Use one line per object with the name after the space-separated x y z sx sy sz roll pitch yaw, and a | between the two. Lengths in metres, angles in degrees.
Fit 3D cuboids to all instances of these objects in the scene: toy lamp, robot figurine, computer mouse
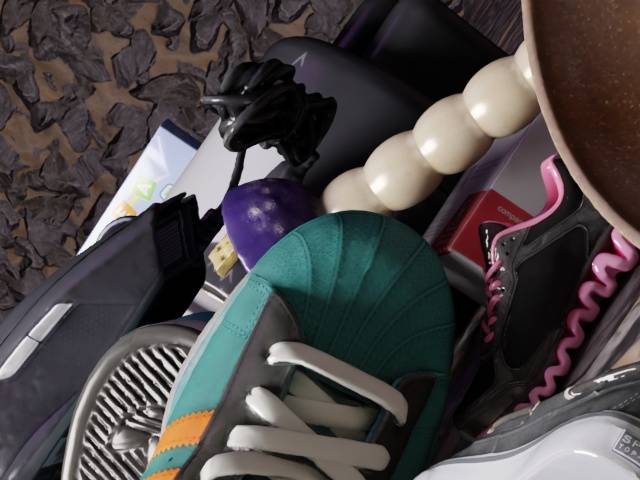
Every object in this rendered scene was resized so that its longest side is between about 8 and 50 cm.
0.087 -0.068 0.749 0.275 0.080 0.080 -34 10 18 | toy lamp
-0.001 -0.001 1.041 0.278 0.174 0.209 -56 -19 -5 | robot figurine
-0.087 0.020 0.876 0.262 0.060 0.184 -57 -8 9 | computer mouse

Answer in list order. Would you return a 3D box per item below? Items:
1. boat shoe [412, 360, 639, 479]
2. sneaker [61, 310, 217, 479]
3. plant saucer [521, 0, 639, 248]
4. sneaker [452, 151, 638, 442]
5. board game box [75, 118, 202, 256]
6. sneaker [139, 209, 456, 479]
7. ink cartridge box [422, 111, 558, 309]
0.066 0.066 0.527 0.040 0.049 0.142 -51 7 -26 | boat shoe
-0.063 0.163 0.856 0.178 0.124 0.295 -18 -52 -68 | sneaker
0.126 -0.085 0.462 0.199 0.036 0.198 -14 73 53 | plant saucer
0.077 0.019 0.719 0.119 0.057 0.047 -57 7 -7 | sneaker
-0.069 0.036 1.393 0.160 0.211 0.039 -56 3 14 | board game box
-0.026 0.122 0.667 0.302 0.108 0.121 -65 6 -12 | sneaker
0.105 -0.035 0.843 0.135 0.056 0.099 -57 4 -6 | ink cartridge box
